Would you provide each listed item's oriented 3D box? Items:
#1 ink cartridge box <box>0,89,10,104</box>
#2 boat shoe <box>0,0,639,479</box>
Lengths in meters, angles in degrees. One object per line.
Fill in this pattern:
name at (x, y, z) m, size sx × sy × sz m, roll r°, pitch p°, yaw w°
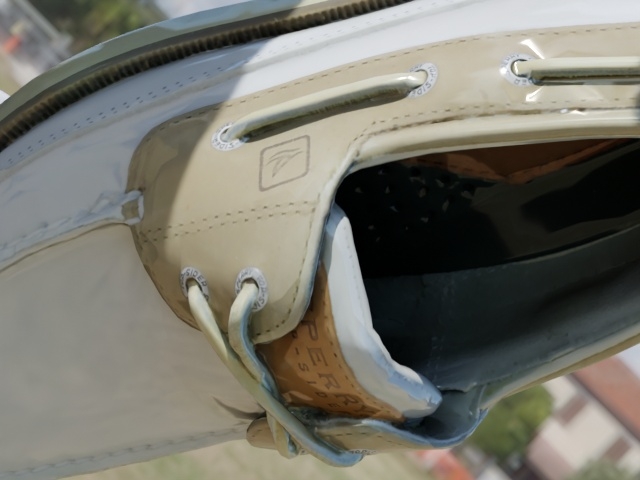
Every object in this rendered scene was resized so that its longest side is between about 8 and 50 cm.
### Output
ink cartridge box at (-0.377, -0.049, 0.931) m, size 0.395 × 0.270 × 0.151 m, roll 33°, pitch -15°, yaw -18°
boat shoe at (0.000, 0.000, 0.516) m, size 0.113 × 0.302 × 0.103 m, roll 52°, pitch 18°, yaw -36°
